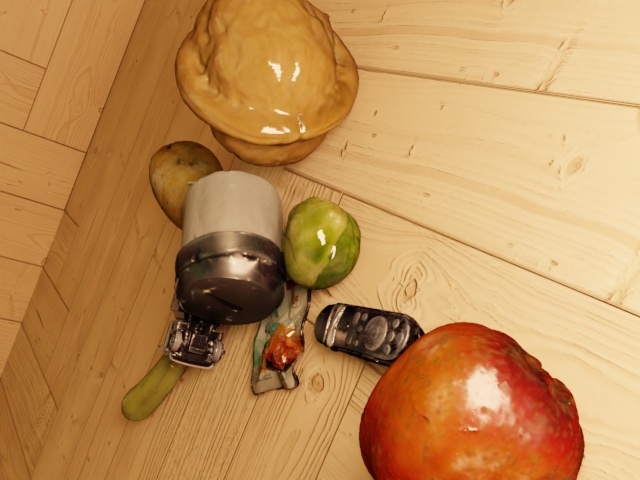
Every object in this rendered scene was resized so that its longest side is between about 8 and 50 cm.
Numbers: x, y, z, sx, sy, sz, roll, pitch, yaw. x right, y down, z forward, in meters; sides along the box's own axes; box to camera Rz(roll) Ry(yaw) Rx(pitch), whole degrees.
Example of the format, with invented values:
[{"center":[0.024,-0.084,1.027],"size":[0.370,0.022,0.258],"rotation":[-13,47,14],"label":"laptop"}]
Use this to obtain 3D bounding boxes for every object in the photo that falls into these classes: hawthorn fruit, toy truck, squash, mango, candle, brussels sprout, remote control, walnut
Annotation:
[{"center":[0.155,0.251,0.818],"size":[0.300,0.254,0.254],"rotation":[-48,38,5],"label":"hawthorn fruit"},{"center":[-0.272,0.145,1.566],"size":[0.155,0.125,0.267],"rotation":[-5,68,60],"label":"toy truck"},{"center":[-0.400,0.350,1.677],"size":[0.250,0.083,0.083],"rotation":[-49,40,24],"label":"squash"},{"center":[-0.307,-0.118,1.716],"size":[0.329,0.176,0.176],"rotation":[54,152,27],"label":"mango"},{"center":[-0.178,-0.009,1.418],"size":[0.221,0.221,0.342],"rotation":[-40,38,36],"label":"candle"},{"center":[0.003,-0.003,1.267],"size":[0.145,0.132,0.183],"rotation":[130,145,-62],"label":"brussels sprout"},{"center":[0.080,0.156,1.150],"size":[0.266,0.066,0.090],"rotation":[3,63,58],"label":"remote control"},{"center":[-0.110,-0.332,1.418],"size":[0.384,0.384,0.383],"rotation":[-28,53,44],"label":"walnut"}]

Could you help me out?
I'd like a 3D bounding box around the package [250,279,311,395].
[{"center":[-0.081,0.186,1.362],"size":[0.166,0.040,0.231],"rotation":[-16,61,50],"label":"package"}]
